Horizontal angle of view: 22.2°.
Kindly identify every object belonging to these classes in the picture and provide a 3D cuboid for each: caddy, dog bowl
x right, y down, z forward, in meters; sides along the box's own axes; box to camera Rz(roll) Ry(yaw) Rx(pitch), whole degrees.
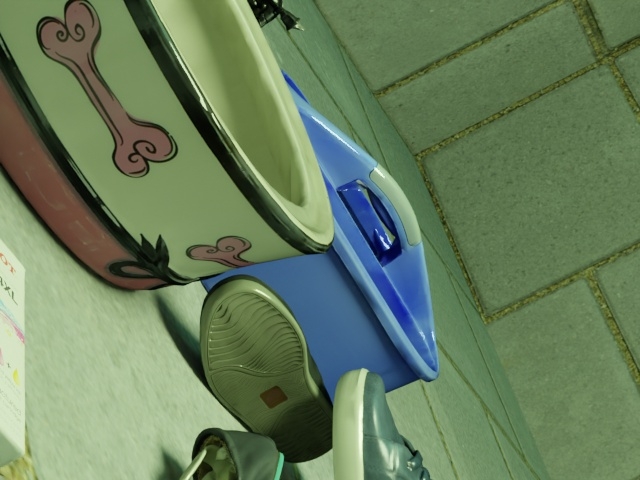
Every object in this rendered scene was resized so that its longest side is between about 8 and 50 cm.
[{"bbox_3d":[0.000,0.000,1.512,0.341,0.179,0.241,58,11,-29],"label":"caddy"},{"bbox_3d":[-0.147,-0.144,1.195,0.408,0.150,0.408,61,9,-16],"label":"dog bowl"}]

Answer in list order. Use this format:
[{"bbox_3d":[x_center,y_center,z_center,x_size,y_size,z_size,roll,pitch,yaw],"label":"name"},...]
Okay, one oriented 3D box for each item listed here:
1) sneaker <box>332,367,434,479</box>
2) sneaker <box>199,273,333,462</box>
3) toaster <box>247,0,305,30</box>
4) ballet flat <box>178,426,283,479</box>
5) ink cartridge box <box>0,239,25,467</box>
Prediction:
[{"bbox_3d":[0.111,0.262,1.314,0.131,0.148,0.350,-22,96,-80],"label":"sneaker"},{"bbox_3d":[-0.056,0.080,1.324,0.222,0.083,0.118,68,-2,-47],"label":"sneaker"},{"bbox_3d":[-0.131,-0.242,1.493,0.185,0.168,0.110,60,9,-16],"label":"toaster"},{"bbox_3d":[-0.064,0.185,1.017,0.074,0.074,0.203,58,16,-27],"label":"ballet flat"},{"bbox_3d":[-0.184,0.033,0.677,0.092,0.090,0.143,56,12,-36],"label":"ink cartridge box"}]
